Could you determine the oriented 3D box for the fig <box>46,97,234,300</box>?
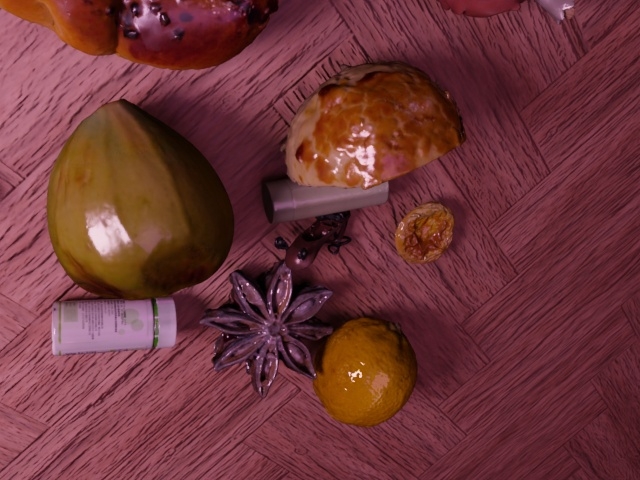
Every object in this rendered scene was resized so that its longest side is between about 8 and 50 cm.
[{"bbox_3d":[-0.243,-0.054,0.806,0.240,0.239,0.270,-11,103,-17],"label":"fig"}]

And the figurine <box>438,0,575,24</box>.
[{"bbox_3d":[0.263,-0.400,0.869,0.387,0.166,0.206,-15,91,-17],"label":"figurine"}]

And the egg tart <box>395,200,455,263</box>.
[{"bbox_3d":[0.192,-0.015,1.109,0.131,0.052,0.130,-9,119,-17],"label":"egg tart"}]

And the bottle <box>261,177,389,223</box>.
[{"bbox_3d":[0.009,-0.078,0.985,0.202,0.072,0.072,-11,121,-16],"label":"bottle"}]

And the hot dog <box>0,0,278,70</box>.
[{"bbox_3d":[-0.199,-0.381,0.663,0.368,0.196,0.365,11,116,-25],"label":"hot dog"}]

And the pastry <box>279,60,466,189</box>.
[{"bbox_3d":[0.070,-0.177,0.870,0.256,0.237,0.170,-16,104,-13],"label":"pastry"}]

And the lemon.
[{"bbox_3d":[0.085,0.246,1.125,0.192,0.192,0.231,26,112,-32],"label":"lemon"}]

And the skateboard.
[{"bbox_3d":[0.000,0.000,1.017,0.151,0.067,0.080,-39,133,-27],"label":"skateboard"}]

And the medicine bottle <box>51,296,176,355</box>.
[{"bbox_3d":[-0.329,0.136,0.953,0.184,0.086,0.086,0,117,-23],"label":"medicine bottle"}]

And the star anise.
[{"bbox_3d":[-0.093,0.150,1.051,0.236,0.109,0.223,36,77,-20],"label":"star anise"}]
